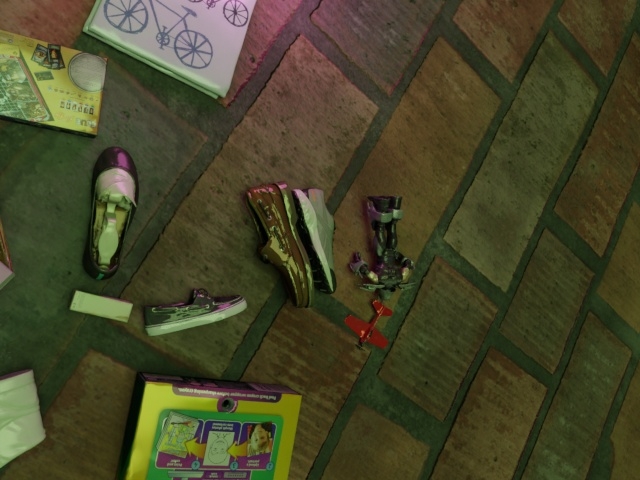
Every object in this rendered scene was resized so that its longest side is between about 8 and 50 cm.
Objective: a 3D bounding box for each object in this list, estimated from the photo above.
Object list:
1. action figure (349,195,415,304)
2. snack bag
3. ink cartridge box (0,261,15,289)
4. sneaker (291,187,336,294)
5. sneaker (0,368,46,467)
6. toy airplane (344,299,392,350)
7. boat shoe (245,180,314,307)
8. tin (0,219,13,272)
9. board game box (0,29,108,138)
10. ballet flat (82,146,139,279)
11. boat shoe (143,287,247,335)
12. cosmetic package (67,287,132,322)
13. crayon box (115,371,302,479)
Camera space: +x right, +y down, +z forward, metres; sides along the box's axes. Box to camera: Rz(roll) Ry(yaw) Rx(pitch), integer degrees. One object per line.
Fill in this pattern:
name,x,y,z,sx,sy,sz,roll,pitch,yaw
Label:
action figure,0.170,0.027,1.483,0.185,0.099,0.285,-1,94,-36
snack bag,-0.308,-0.534,1.259,0.323,0.037,0.343,21,80,-27
ink cartridge box,-0.645,0.122,0.951,0.212,0.154,0.093,-37,110,10
sneaker,0.000,0.000,1.387,0.108,0.100,0.272,-18,98,-33
sneaker,-0.654,0.360,1.017,0.292,0.108,0.169,-15,93,-29
toy airplane,0.139,0.222,1.497,0.151,0.028,0.151,1,88,-27
boat shoe,-0.101,0.019,1.333,0.104,0.110,0.307,-15,87,-24
tin,-0.609,-0.024,1.049,0.040,0.106,0.190,-14,95,-20
board game box,-0.558,-0.308,1.115,0.243,0.042,0.165,9,85,-28
ballet flat,-0.419,-0.057,1.157,0.095,0.096,0.280,7,86,-28
boat shoe,-0.276,0.144,1.249,0.228,0.080,0.076,-12,97,-21
cosmetic package,-0.449,0.133,1.159,0.115,0.060,0.041,19,81,-26
crayon box,-0.244,0.469,1.241,0.363,0.106,0.313,13,84,-27
